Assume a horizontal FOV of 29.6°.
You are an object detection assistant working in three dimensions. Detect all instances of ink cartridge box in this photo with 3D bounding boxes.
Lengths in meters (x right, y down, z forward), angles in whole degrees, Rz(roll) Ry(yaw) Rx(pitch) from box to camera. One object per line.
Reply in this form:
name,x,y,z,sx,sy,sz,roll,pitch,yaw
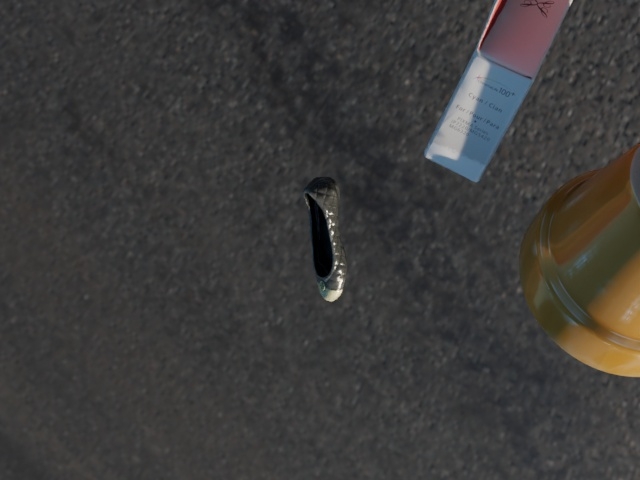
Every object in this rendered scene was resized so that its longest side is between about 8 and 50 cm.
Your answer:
ink cartridge box,0.209,-0.238,1.154,0.066,0.296,0.261,26,136,4

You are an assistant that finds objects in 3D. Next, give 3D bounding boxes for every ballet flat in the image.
ballet flat,0.000,0.000,1.535,0.057,0.049,0.173,20,125,44

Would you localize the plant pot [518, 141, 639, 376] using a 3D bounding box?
plant pot,0.311,-0.002,1.120,0.205,0.205,0.188,28,150,4
